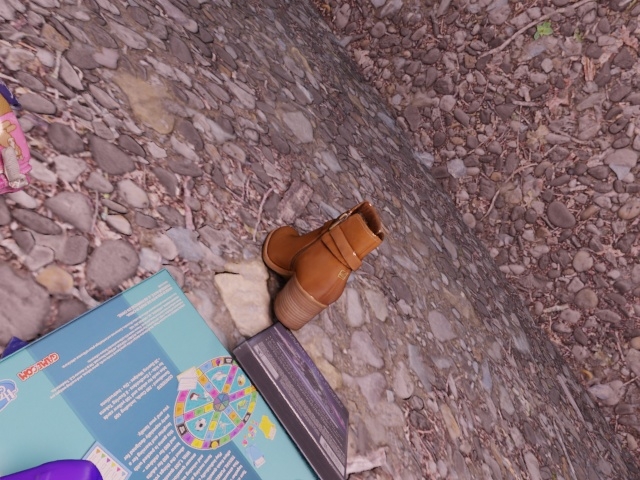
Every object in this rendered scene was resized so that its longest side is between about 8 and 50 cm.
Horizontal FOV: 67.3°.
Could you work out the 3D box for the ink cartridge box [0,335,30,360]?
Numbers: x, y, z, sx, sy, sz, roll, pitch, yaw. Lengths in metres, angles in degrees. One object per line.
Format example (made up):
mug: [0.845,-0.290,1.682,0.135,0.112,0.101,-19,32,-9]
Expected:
ink cartridge box: [-0.236,0.220,0.472,0.223,0.045,0.224,34,33,-29]

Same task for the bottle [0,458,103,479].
bottle: [-0.262,0.216,0.258,0.092,0.283,0.118,-146,-133,-67]

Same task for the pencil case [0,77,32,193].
pencil case: [-0.419,-0.032,0.389,0.386,0.167,0.160,-71,154,-56]

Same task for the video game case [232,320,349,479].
video game case: [-0.026,0.208,0.676,0.196,0.026,0.274,54,0,6]

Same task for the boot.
boot: [0.000,0.000,0.854,0.109,0.220,0.283,36,19,-20]

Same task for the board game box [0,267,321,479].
board game box: [-0.150,0.222,0.462,0.336,0.079,0.254,54,29,-2]
